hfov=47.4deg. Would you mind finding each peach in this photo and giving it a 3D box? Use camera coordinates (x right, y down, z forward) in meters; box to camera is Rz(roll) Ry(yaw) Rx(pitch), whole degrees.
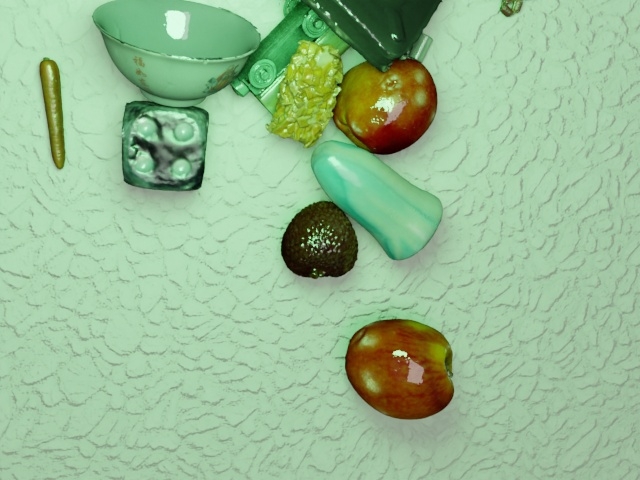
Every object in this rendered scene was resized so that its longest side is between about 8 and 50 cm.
[{"bbox_3d":[0.149,-0.313,1.663,0.243,0.199,0.244,-6,66,13],"label":"peach"},{"bbox_3d":[0.194,0.319,1.801,0.280,0.238,0.281,7,140,6],"label":"peach"}]

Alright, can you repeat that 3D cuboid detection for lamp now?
[{"bbox_3d":[0.466,-0.573,1.743,0.063,0.031,0.083,33,99,-13],"label":"lamp"}]

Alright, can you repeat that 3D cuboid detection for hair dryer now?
[{"bbox_3d":[0.198,-0.473,1.719,0.124,0.038,0.063,25,98,-8],"label":"hair dryer"}]

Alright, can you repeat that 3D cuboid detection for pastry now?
[{"bbox_3d":[-0.018,-0.326,1.598,0.154,0.102,0.250,3,128,-32],"label":"pastry"}]

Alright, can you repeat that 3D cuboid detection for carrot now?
[{"bbox_3d":[-0.594,-0.281,1.624,0.043,0.043,0.248,-3,106,-9],"label":"carrot"}]

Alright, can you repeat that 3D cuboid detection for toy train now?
[{"bbox_3d":[-0.067,-0.424,1.650,0.307,0.126,0.189,-44,144,3],"label":"toy train"}]

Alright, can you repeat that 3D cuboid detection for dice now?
[{"bbox_3d":[-0.342,-0.211,1.611,0.183,0.181,0.183,4,104,-11],"label":"dice"}]

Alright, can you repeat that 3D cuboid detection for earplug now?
[{"bbox_3d":[0.106,-0.111,1.681,0.324,0.185,0.185,35,95,-25],"label":"earplug"}]

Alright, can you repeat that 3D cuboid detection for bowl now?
[{"bbox_3d":[-0.305,-0.382,1.534,0.345,0.346,0.157,7,124,-11],"label":"bowl"}]

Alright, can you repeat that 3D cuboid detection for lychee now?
[{"bbox_3d":[-0.004,0.004,1.719,0.194,0.194,0.195,-2,103,-9],"label":"lychee"}]

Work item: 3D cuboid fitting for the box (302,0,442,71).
[{"bbox_3d":[0.104,-0.582,1.571,0.350,0.091,0.359,40,58,-16],"label":"box"}]
